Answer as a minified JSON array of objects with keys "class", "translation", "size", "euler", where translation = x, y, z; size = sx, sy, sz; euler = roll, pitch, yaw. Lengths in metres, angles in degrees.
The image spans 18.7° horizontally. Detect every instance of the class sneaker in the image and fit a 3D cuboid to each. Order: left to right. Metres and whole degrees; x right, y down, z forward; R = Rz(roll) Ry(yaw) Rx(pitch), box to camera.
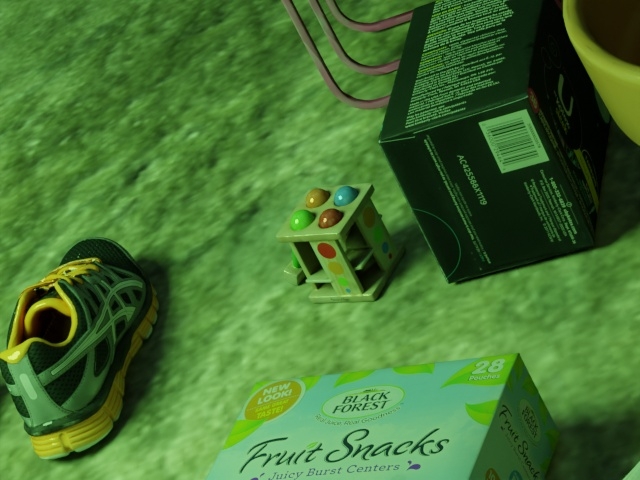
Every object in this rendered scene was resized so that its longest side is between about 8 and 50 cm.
[{"class":"sneaker","translation":[-0.167,0.053,1.318],"size":[0.084,0.083,0.215],"euler":[-22,29,13]}]

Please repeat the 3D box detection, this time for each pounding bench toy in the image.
[{"class":"pounding bench toy","translation":[0.000,0.000,1.276],"size":[0.083,0.065,0.052],"euler":[-4,38,37]}]

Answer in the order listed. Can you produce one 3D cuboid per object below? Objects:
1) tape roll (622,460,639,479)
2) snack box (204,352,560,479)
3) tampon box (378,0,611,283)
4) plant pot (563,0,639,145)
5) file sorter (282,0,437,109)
[{"class":"tape roll","translation":[0.272,0.175,0.716],"size":[0.392,0.072,0.392],"euler":[-14,38,12]},{"class":"snack box","translation":[0.013,0.157,1.019],"size":[0.174,0.070,0.207],"euler":[-9,33,31]},{"class":"tampon box","translation":[0.116,-0.075,1.240],"size":[0.101,0.120,0.161],"euler":[-15,32,23]},{"class":"plant pot","translation":[0.300,-0.090,1.027],"size":[0.291,0.203,0.291],"euler":[-21,30,13]},{"class":"file sorter","translation":[0.073,-0.258,1.499],"size":[0.202,0.182,0.290],"euler":[-20,30,16]}]
